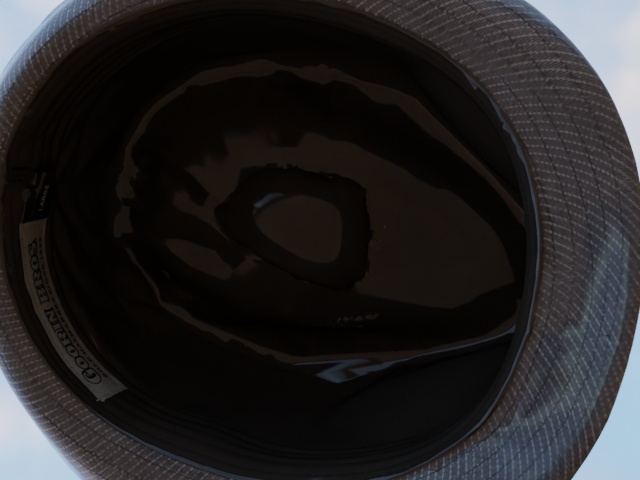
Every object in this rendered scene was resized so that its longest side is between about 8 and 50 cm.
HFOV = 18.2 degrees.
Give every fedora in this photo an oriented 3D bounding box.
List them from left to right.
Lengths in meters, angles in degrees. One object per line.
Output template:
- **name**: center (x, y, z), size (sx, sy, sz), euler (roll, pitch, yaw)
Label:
- **fedora**: center (0.000, 0.000, 0.788), size (0.124, 0.275, 0.243), euler (-11, -72, -71)
